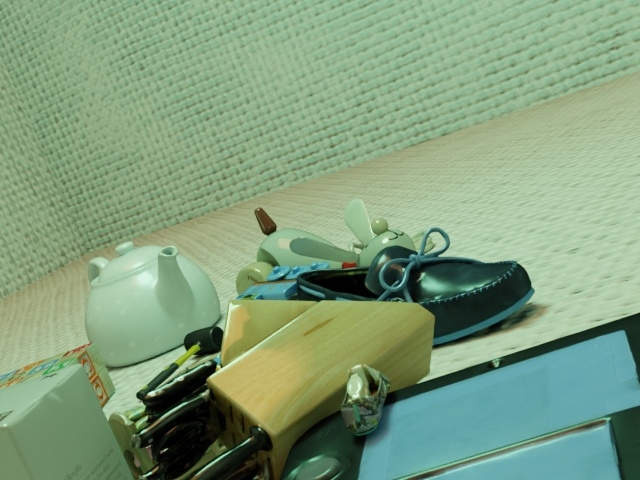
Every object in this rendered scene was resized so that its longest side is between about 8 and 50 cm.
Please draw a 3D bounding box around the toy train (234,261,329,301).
[{"bbox_3d":[-0.043,0.088,1.693,0.105,0.080,0.184,-39,19,-33],"label":"toy train"}]

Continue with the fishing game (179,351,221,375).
[{"bbox_3d":[-0.130,0.172,1.513,0.189,0.041,0.264,-24,9,4],"label":"fishing game"}]

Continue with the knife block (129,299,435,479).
[{"bbox_3d":[-0.030,0.168,1.043,0.276,0.088,0.242,1,44,1],"label":"knife block"}]

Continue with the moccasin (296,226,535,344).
[{"bbox_3d":[0.090,0.065,1.357,0.342,0.116,0.138,-15,11,38],"label":"moccasin"}]

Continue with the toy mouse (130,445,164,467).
[{"bbox_3d":[-0.181,0.232,1.296,0.143,0.031,0.161,-16,11,37],"label":"toy mouse"}]

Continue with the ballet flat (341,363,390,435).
[{"bbox_3d":[0.038,0.129,0.980,0.041,0.041,0.114,-21,11,11],"label":"ballet flat"}]

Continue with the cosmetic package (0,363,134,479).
[{"bbox_3d":[-0.269,0.234,1.002,0.152,0.183,0.151,-20,9,16],"label":"cosmetic package"}]

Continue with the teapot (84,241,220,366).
[{"bbox_3d":[-0.309,0.092,1.948,0.256,0.187,0.252,-21,8,11],"label":"teapot"}]

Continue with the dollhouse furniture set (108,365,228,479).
[{"bbox_3d":[-0.150,0.210,1.119,0.182,0.101,0.161,-28,11,-35],"label":"dollhouse furniture set"}]

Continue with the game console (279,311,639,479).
[{"bbox_3d":[0.135,0.166,0.834,0.387,0.060,0.342,-20,9,14],"label":"game console"}]

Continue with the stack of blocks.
[{"bbox_3d":[-0.474,0.259,1.665,0.297,0.087,0.171,-21,9,9],"label":"stack of blocks"}]

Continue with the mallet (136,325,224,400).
[{"bbox_3d":[-0.219,0.185,1.675,0.062,0.039,0.190,-14,16,42],"label":"mallet"}]

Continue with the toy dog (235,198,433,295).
[{"bbox_3d":[0.000,0.000,1.822,0.334,0.160,0.220,-18,10,24],"label":"toy dog"}]
